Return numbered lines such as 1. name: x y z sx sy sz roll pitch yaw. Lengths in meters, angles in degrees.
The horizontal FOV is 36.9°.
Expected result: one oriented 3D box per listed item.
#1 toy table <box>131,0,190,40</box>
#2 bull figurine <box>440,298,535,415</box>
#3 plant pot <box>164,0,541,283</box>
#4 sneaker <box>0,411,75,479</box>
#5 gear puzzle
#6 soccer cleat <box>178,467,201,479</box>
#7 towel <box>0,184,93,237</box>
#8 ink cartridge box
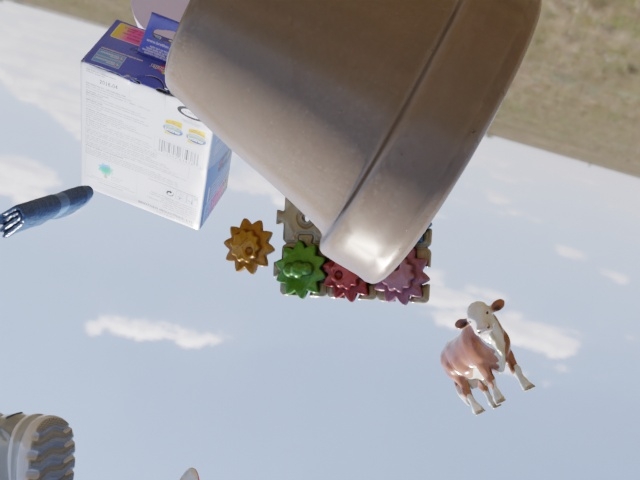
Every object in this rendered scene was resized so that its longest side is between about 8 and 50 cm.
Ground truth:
1. toy table: -0.304 -0.453 2.102 0.252 0.161 0.274 -18 -128 -5
2. bull figurine: 0.320 0.232 1.888 0.101 0.188 0.310 -21 165 -13
3. plant pot: 0.009 -0.131 0.764 0.229 0.263 0.263 28 -170 -2
4. sneaker: -0.347 0.324 1.088 0.115 0.281 0.105 11 -177 31
5. gear puzzle: 0.000 0.000 1.402 0.339 0.175 0.044 2 176 27
6. soccer cleat: -0.148 0.269 0.989 0.035 0.083 0.029 3 -147 -42
7. towel: -0.344 -0.038 1.206 0.067 0.029 0.119 -24 -179 38
8. ink cartridge box: -0.300 -0.233 1.808 0.270 0.395 0.151 21 -129 4
